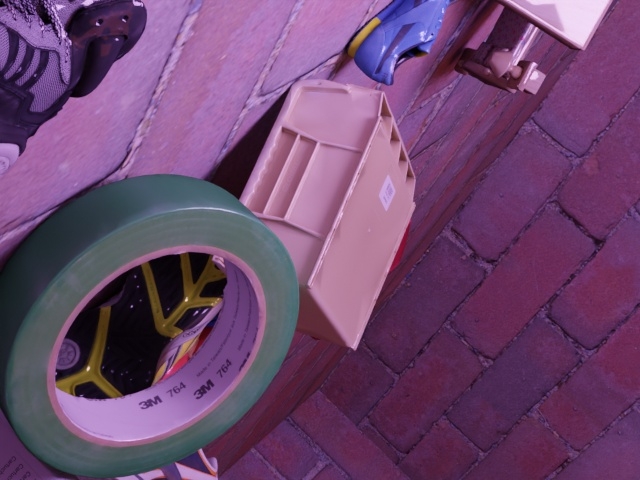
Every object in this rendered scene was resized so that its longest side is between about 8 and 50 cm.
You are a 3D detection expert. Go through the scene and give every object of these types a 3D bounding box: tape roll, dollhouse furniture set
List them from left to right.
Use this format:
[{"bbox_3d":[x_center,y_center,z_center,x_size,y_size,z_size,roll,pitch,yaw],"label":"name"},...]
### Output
[{"bbox_3d":[-0.176,0.091,1.151,0.321,0.077,0.321,-20,130,-27],"label":"tape roll"},{"bbox_3d":[0.291,-0.400,1.724,0.303,0.173,0.355,-60,-162,5],"label":"dollhouse furniture set"}]

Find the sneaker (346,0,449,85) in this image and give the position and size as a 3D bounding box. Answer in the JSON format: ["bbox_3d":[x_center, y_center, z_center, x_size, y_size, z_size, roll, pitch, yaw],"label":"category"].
[{"bbox_3d":[0.129,-0.278,1.416,0.209,0.082,0.069,-47,168,-9],"label":"sneaker"}]

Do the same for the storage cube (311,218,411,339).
[{"bbox_3d":[0.000,0.000,1.659,0.215,0.183,0.193,-44,168,-13],"label":"storage cube"}]

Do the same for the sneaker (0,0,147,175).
[{"bbox_3d":[-0.185,-0.137,0.661,0.153,0.101,0.268,-44,175,-17],"label":"sneaker"}]

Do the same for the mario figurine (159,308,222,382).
[{"bbox_3d":[-0.201,0.194,1.621,0.198,0.170,0.320,-55,171,12],"label":"mario figurine"}]

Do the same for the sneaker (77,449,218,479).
[{"bbox_3d":[-0.264,0.303,1.573,0.126,0.321,0.127,-12,-126,34],"label":"sneaker"}]

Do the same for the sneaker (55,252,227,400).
[{"bbox_3d":[-0.240,0.144,1.354,0.384,0.145,0.147,-40,166,-29],"label":"sneaker"}]

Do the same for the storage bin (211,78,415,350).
[{"bbox_3d":[0.009,-0.028,1.406,0.260,0.123,0.262,-67,159,-16],"label":"storage bin"}]

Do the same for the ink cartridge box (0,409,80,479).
[{"bbox_3d":[-0.364,0.293,1.195,0.223,0.224,0.045,-49,170,9],"label":"ink cartridge box"}]
